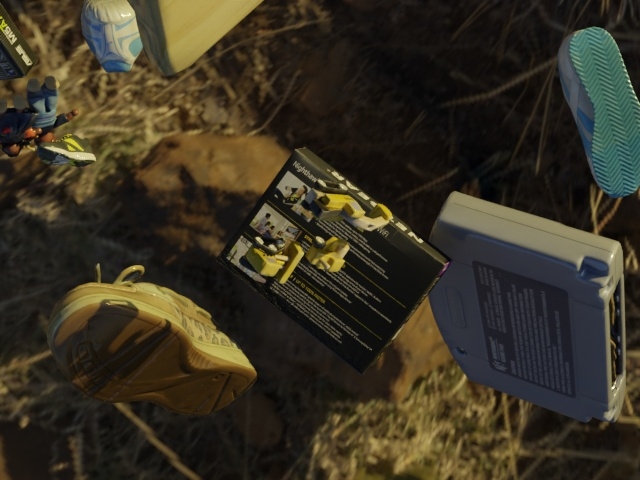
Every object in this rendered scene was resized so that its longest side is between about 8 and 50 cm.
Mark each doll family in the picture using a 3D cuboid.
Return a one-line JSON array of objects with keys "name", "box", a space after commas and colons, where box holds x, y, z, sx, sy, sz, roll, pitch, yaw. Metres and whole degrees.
[{"name": "doll family", "box": [-0.389, -0.139, 1.671, 0.193, 0.076, 0.111, -1, 139, -9]}]

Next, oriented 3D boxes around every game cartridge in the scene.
[{"name": "game cartridge", "box": [0.201, 0.069, 1.370, 0.196, 0.060, 0.294, 15, 149, 22]}]

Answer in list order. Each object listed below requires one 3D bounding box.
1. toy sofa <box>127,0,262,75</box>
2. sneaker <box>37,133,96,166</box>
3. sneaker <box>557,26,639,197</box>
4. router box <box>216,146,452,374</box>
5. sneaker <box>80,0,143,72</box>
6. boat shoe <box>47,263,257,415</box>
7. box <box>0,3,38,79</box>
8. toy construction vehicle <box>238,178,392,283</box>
[{"name": "toy sofa", "box": [-0.130, -0.248, 0.509, 0.362, 0.177, 0.150, 40, 71, 16]}, {"name": "sneaker", "box": [-0.298, -0.107, 1.613, 0.031, 0.083, 0.035, -24, 71, 31]}, {"name": "sneaker", "box": [0.377, -0.170, 1.847, 0.087, 0.092, 0.229, -15, 96, -3]}, {"name": "router box", "box": [0.012, 0.019, 1.297, 0.179, 0.046, 0.133, 38, 103, 7]}, {"name": "sneaker", "box": [-0.225, -0.267, 1.578, 0.085, 0.237, 0.086, 4, 123, 0]}, {"name": "boat shoe", "box": [-0.158, 0.087, 1.242, 0.104, 0.285, 0.089, -35, 62, 8]}, {"name": "box", "box": [-0.496, -0.291, 1.843, 0.190, 0.045, 0.184, 0, 138, 34]}, {"name": "toy construction vehicle", "box": [0.000, 0.000, 1.043, 0.086, 0.098, 0.035, -53, 54, 21]}]
